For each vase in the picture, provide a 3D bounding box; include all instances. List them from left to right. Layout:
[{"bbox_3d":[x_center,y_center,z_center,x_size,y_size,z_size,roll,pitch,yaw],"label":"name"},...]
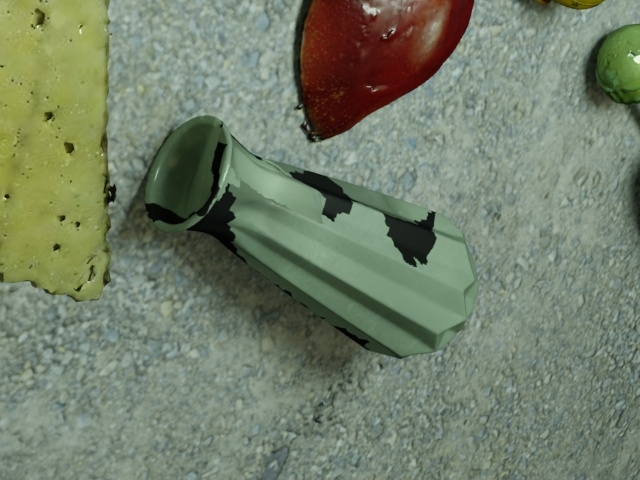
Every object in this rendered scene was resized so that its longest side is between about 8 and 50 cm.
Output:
[{"bbox_3d":[0.000,0.000,1.233,0.360,0.165,0.165,26,94,-39],"label":"vase"}]

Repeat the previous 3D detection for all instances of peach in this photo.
[{"bbox_3d":[0.070,-0.214,1.229,0.189,0.068,0.279,18,100,-41],"label":"peach"}]

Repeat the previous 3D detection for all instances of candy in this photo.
[{"bbox_3d":[0.419,-0.150,1.552,0.335,0.092,0.093,50,41,-50],"label":"candy"}]

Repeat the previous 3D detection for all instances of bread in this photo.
[{"bbox_3d":[-0.213,-0.148,0.908,0.315,0.248,0.279,-46,140,7],"label":"bread"}]

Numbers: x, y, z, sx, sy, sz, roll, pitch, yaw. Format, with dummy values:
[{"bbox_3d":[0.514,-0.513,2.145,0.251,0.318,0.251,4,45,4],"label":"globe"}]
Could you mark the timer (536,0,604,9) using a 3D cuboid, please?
[{"bbox_3d":[0.278,-0.303,1.321,0.107,0.109,0.107,10,66,-25],"label":"timer"}]
